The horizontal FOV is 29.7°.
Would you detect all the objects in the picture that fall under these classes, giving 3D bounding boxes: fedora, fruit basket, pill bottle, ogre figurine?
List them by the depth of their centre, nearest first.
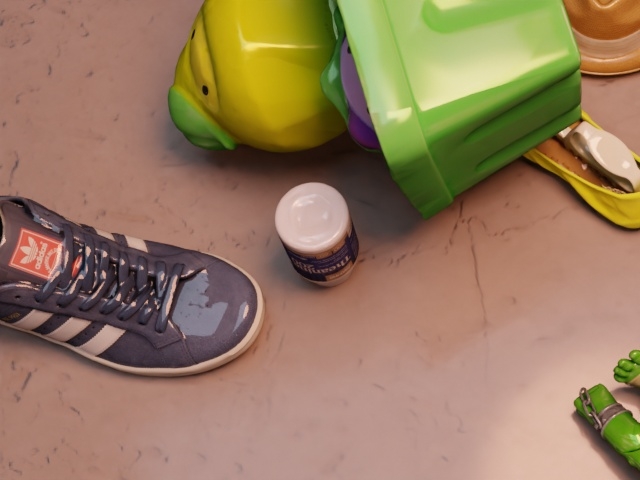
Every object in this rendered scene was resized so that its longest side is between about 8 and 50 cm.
[{"bbox_3d":[0.328,0.145,1.011,0.197,0.097,0.118,-6,48,-10],"label":"ogre figurine"},{"bbox_3d":[0.009,-0.195,1.042,0.391,0.283,0.392,-2,79,12],"label":"fruit basket"},{"bbox_3d":[0.000,0.000,1.100,0.067,0.120,0.067,-3,68,8],"label":"pill bottle"},{"bbox_3d":[0.286,-0.259,1.186,0.194,0.079,0.194,-3,68,8],"label":"fedora"}]

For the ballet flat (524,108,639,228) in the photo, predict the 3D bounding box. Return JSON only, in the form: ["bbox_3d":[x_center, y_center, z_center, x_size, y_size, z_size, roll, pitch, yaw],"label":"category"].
[{"bbox_3d":[0.229,-0.100,1.130,0.231,0.077,0.077,41,80,21],"label":"ballet flat"}]

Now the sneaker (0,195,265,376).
[{"bbox_3d":[-0.227,0.033,1.107,0.349,0.148,0.131,8,69,12],"label":"sneaker"}]
